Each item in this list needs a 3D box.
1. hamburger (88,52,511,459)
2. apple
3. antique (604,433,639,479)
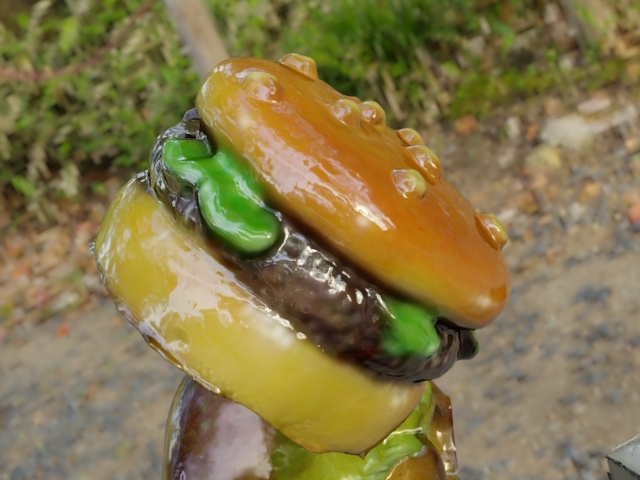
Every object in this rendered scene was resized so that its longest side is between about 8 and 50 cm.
[{"bbox_3d":[0.000,0.000,1.626,0.277,0.396,0.396,-51,15,12],"label":"hamburger"},{"bbox_3d":[-0.003,0.272,1.948,0.374,0.384,0.374,-3,59,6],"label":"apple"},{"bbox_3d":[0.401,0.277,1.743,0.148,0.152,0.147,-22,19,-13],"label":"antique"}]
